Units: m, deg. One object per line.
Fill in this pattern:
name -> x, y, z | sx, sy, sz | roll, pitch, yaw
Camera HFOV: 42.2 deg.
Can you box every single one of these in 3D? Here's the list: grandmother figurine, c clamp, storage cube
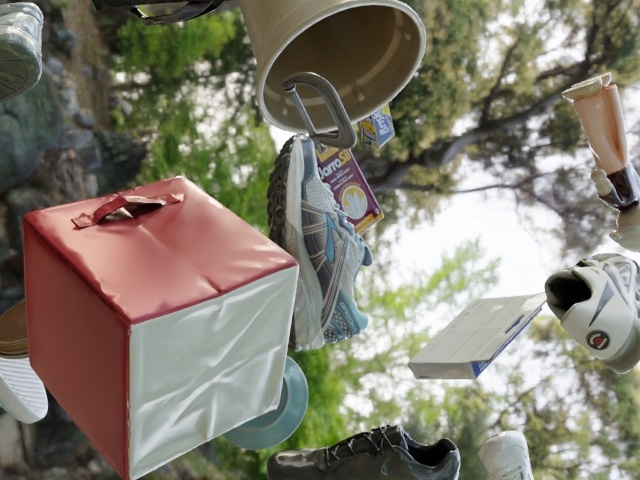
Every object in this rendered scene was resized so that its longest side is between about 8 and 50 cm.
grandmother figurine -> 0.553, -0.134, 1.551 | 0.104, 0.208, 0.342 | -15, -79, 46
c clamp -> -0.013, -0.182, 1.203 | 0.137, 0.022, 0.160 | 19, -31, 36
storage cube -> -0.157, 0.077, 0.803 | 0.193, 0.184, 0.215 | 35, -51, 37

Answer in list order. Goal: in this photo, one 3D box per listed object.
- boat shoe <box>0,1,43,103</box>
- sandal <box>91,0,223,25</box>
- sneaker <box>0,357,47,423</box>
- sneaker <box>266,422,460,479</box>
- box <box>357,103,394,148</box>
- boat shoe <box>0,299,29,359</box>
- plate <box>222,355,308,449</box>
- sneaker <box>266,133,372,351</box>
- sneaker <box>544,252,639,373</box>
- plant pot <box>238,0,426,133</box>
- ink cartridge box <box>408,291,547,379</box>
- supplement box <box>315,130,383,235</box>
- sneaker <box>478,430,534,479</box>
boat shoe -> -0.494, -0.213, 1.054 | 0.118, 0.320, 0.103 | 53, 26, -49
sandal -> -0.143, -0.263, 0.909 | 0.097, 0.255, 0.054 | -53, 141, -55
sneaker -> -0.718, 0.247, 1.698 | 0.366, 0.150, 0.135 | 52, 13, -9
sneaker -> 0.066, 0.320, 1.199 | 0.109, 0.286, 0.130 | -104, -158, -61
box -> 0.110, -0.284, 1.791 | 0.054, 0.059, 0.169 | 26, -32, 37
boat shoe -> -0.430, 0.101, 1.425 | 0.110, 0.307, 0.104 | 59, -14, 25
plate -> -0.116, 0.286, 1.516 | 0.024, 0.188, 0.188 | 58, 13, -63
sneaker -> 0.000, 0.000, 1.089 | 0.110, 0.122, 0.283 | 162, -76, -73
sneaker -> 0.434, 0.076, 1.340 | 0.122, 0.146, 0.330 | -59, 180, 21
plant pot -> -0.016, -0.426, 1.582 | 0.333, 0.334, 0.305 | 100, -31, -57
ink cartridge box -> 0.302, 0.174, 1.510 | 0.224, 0.223, 0.045 | -16, -72, 57
supplement box -> 0.023, -0.094, 1.542 | 0.081, 0.104, 0.188 | -9, -66, 51
sneaker -> 0.445, 0.542, 1.860 | 0.152, 0.114, 0.305 | 60, -5, 51
